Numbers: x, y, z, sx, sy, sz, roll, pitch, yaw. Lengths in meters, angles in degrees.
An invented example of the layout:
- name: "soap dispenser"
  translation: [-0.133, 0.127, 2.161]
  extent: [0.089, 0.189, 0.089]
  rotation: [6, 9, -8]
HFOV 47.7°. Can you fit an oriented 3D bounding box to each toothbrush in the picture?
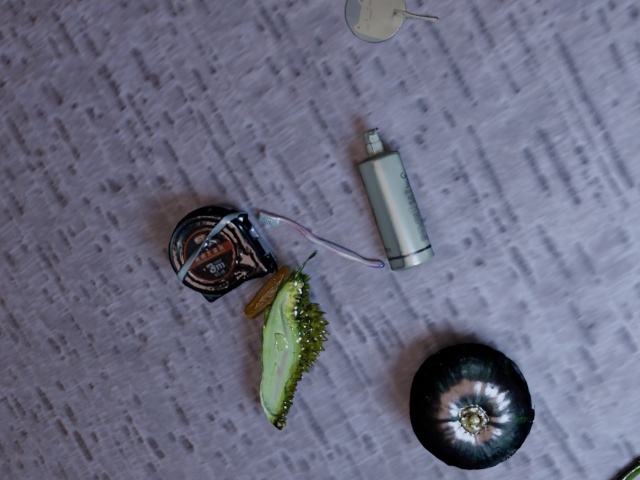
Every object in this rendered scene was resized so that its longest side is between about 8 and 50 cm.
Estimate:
- name: "toothbrush"
  translation: [0.000, 0.000, 1.415]
  extent: [0.269, 0.021, 0.027]
  rotation: [23, 117, 9]

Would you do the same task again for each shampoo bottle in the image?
- name: "shampoo bottle"
  translation: [0.131, -0.078, 1.336]
  extent: [0.085, 0.085, 0.263]
  rotation: [-18, 95, 16]

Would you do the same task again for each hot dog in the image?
- name: "hot dog"
  translation: [-0.101, 0.109, 1.456]
  extent: [0.137, 0.028, 0.044]
  rotation: [-48, 61, 14]

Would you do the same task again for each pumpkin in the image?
- name: "pumpkin"
  translation: [0.274, 0.302, 1.330]
  extent: [0.233, 0.163, 0.233]
  rotation: [2, 101, 11]

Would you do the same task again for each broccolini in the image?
- name: "broccolini"
  translation: [0.566, 0.447, 1.351]
  extent: [0.239, 0.051, 0.054]
  rotation: [-41, 132, 12]

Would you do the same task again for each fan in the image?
- name: "fan"
  translation: [0.130, -0.413, 1.317]
  extent: [0.175, 0.005, 0.113]
  rotation: [12, 102, 13]

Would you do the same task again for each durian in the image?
- name: "durian"
  translation: [-0.054, 0.188, 1.417]
  extent: [0.132, 0.106, 0.375]
  rotation: [12, 104, 14]

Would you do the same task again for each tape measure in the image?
- name: "tape measure"
  translation: [-0.202, 0.018, 1.425]
  extent: [0.182, 0.107, 0.181]
  rotation: [-24, 96, 16]
